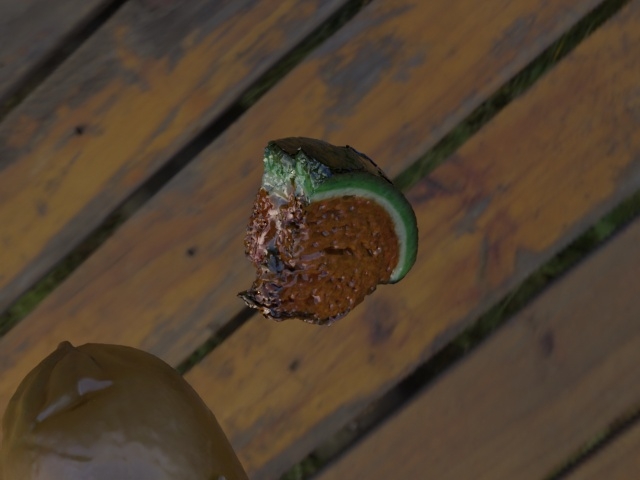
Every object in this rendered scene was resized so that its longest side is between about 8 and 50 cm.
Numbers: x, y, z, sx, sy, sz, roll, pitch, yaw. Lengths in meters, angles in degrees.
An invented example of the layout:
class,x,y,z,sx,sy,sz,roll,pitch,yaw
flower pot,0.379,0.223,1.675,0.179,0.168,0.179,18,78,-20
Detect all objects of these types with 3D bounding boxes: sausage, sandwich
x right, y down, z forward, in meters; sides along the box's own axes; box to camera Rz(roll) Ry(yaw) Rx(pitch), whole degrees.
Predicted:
class,x,y,z,sx,sy,sz,roll,pitch,yaw
sausage,-0.073,0.205,1.003,0.134,0.116,0.354,-26,75,-8
sandwich,0.005,-0.009,1.621,0.079,0.235,0.159,41,104,28
